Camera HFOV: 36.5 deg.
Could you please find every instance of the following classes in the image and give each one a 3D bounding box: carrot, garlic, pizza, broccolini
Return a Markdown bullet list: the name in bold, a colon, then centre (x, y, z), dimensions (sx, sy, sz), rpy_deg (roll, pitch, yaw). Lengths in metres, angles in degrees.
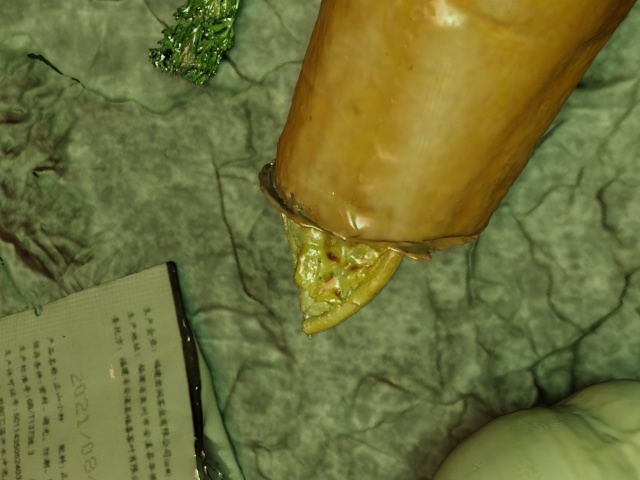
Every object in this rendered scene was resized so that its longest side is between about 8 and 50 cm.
- **carrot**: centre (0.086, -0.121, 0.540), dimensions (0.196, 0.196, 0.254), rpy_deg (25, 112, 15)
- **garlic**: centre (0.124, 0.203, 0.542), dimensions (0.281, 0.184, 0.203), rpy_deg (-40, 48, 13)
- **pizza**: centre (0.000, 0.000, 0.667), dimensions (0.108, 0.026, 0.123), rpy_deg (43, 110, 12)
- **broccolini**: centre (-0.038, -0.207, 0.641), dimensions (0.051, 0.054, 0.239), rpy_deg (43, 108, 25)

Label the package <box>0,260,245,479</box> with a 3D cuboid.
- **package**: centre (-0.162, 0.161, 0.734), dimensions (0.204, 0.062, 0.251), rpy_deg (-18, 87, 21)
